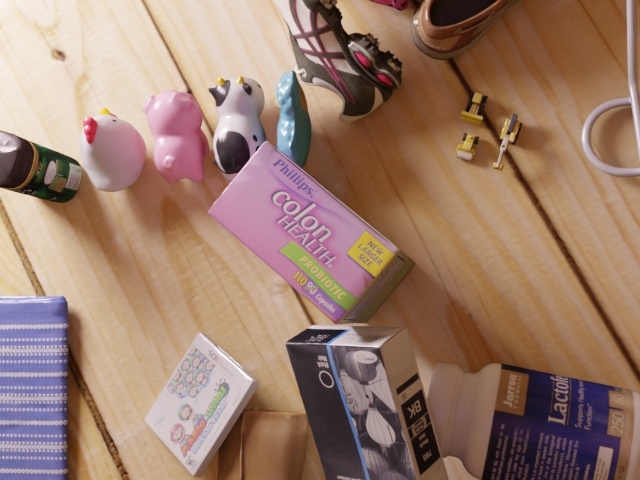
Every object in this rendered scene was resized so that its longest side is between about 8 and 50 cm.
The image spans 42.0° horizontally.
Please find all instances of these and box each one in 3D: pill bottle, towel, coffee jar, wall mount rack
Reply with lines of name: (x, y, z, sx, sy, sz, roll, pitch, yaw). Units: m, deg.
pill bottle: (0.267, 0.242, 1.067, 0.264, 0.153, 0.153, 10, 86, 12)
towel: (-0.500, 0.252, 1.285, 0.243, 0.040, 0.336, -2, 86, 9)
coffee jar: (-0.436, -0.108, 1.227, 0.096, 0.184, 0.079, 16, 87, 13)
wall mount rack: (0.518, -0.208, 1.076, 0.350, 0.130, 0.304, -7, 83, 10)

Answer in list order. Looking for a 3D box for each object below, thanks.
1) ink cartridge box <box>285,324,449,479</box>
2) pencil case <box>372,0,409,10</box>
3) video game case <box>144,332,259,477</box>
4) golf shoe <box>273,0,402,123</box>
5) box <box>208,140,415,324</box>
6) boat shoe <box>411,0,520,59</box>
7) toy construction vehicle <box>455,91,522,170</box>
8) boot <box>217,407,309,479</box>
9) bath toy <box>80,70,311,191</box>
ink cartridge box: (0.073, 0.269, 1.056, 0.165, 0.065, 0.333, -6, 106, 44)
pencil case: (0.037, -0.405, 1.207, 0.209, 0.098, 0.095, 19, 106, 15)
video game case: (-0.173, 0.232, 1.191, 0.143, 0.019, 0.157, 33, 91, 42)
golf shoe: (-0.009, -0.287, 1.180, 0.273, 0.105, 0.120, 45, 112, -5)
box: (0.000, 0.000, 1.100, 0.213, 0.243, 0.117, 40, 93, 12)
boat shoe: (0.256, -0.386, 1.147, 0.123, 0.116, 0.324, 40, 94, 4)
toy construction vehicle: (0.235, -0.155, 1.175, 0.086, 0.035, 0.098, 21, 89, 13)
boot: (-0.137, 0.371, 1.175, 0.236, 0.089, 0.269, 2, 82, 9)
bath toy: (-0.194, -0.163, 1.213, 0.348, 0.129, 0.151, -7, 59, 10)
